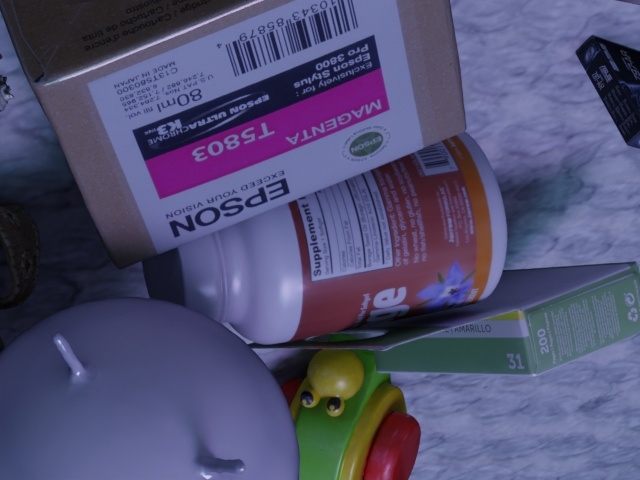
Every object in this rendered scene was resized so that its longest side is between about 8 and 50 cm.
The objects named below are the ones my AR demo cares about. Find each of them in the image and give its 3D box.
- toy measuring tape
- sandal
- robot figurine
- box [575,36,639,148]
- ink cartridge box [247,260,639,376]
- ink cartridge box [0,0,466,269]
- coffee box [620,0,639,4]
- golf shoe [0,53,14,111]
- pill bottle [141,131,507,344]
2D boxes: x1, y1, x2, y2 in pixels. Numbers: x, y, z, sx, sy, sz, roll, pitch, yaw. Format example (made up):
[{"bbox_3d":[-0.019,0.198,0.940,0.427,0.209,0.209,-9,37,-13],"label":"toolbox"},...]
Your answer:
[{"bbox_3d":[0.021,0.187,1.544,0.121,0.121,0.330,-20,147,-6],"label":"toy measuring tape"},{"bbox_3d":[-0.210,0.012,1.218,0.079,0.088,0.240,-47,162,-23],"label":"sandal"},{"bbox_3d":[-0.124,0.160,1.208,0.300,0.199,0.353,23,152,0],"label":"robot figurine"},{"bbox_3d":[0.212,-0.093,1.307,0.067,0.083,0.018,12,133,-42],"label":"box"},{"bbox_3d":[0.086,0.067,1.357,0.235,0.056,0.171,-18,-172,-36],"label":"ink cartridge box"},{"bbox_3d":[-0.044,-0.103,1.128,0.235,0.088,0.193,-23,146,-4],"label":"ink cartridge box"},{"bbox_3d":[0.189,-0.212,1.111,0.246,0.098,0.141,4,137,-36],"label":"coffee box"},{"bbox_3d":[-0.227,-0.106,1.022,0.086,0.069,0.176,-18,151,5],"label":"golf shoe"},{"bbox_3d":[0.000,0.000,1.269,0.216,0.121,0.121,-10,145,-20],"label":"pill bottle"}]
